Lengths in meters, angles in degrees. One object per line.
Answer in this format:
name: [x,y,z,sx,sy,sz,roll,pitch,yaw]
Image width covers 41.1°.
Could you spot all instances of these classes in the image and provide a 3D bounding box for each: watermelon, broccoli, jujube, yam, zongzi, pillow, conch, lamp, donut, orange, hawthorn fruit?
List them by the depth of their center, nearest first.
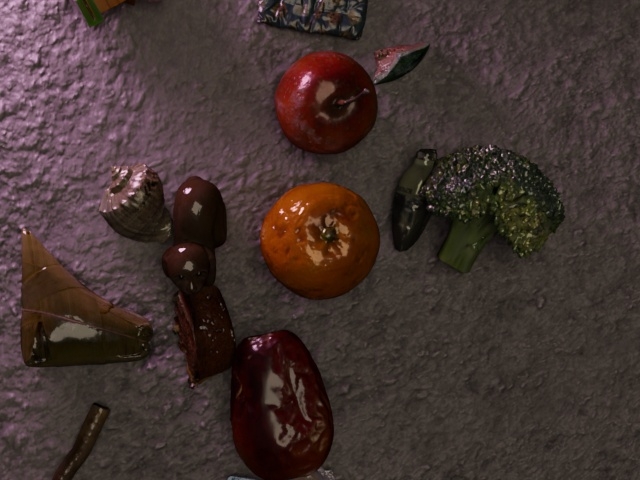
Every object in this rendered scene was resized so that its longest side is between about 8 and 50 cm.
zongzi: [-0.501,0.116,1.830,0.273,0.145,0.300,-2,82,-14]
yam: [-0.550,0.508,1.854,0.045,0.045,0.327,31,84,-39]
jujube: [-0.092,0.359,1.858,0.223,0.223,0.318,-10,86,-10]
orange: [0.000,0.000,1.871,0.261,0.261,0.261,0,88,-10]
donut: [-0.251,0.205,1.874,0.126,0.144,0.187,-15,64,-30]
conch: [-0.404,-0.075,1.883,0.155,0.130,0.207,-22,118,22]
hawthorn fruit: [0.003,-0.304,1.888,0.235,0.263,0.231,-44,73,18]
broccoli: [0.389,-0.061,1.907,0.375,0.249,0.302,11,93,-40]
lamp: [0.221,-0.093,1.983,0.101,0.101,0.250,11,97,-10]
pillow: [-0.013,-0.573,1.984,0.255,0.034,0.189,7,87,-10]
watermelon: [0.198,-0.432,2.000,0.155,0.101,0.080,-14,79,-20]

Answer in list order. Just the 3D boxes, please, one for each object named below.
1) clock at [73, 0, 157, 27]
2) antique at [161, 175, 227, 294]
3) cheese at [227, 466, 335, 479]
clock: [-0.474,-0.633,1.838,0.235,0.166,0.310,-32,95,-9]
antique: [-0.271,-0.010,1.836,0.121,0.143,0.257,10,73,5]
cheese: [-0.085,0.570,1.929,0.244,0.052,0.135,-8,90,-10]
